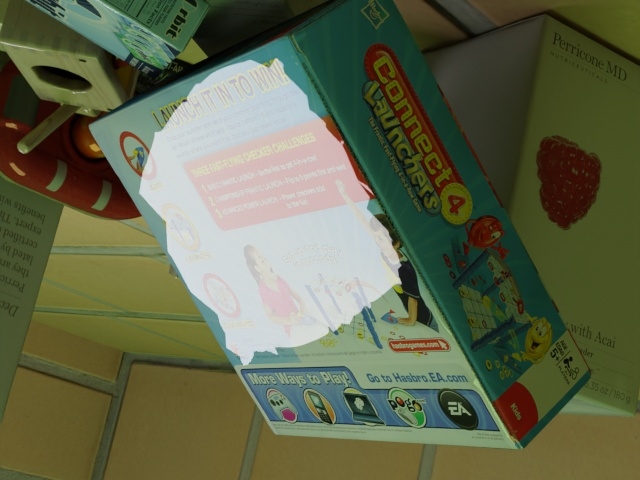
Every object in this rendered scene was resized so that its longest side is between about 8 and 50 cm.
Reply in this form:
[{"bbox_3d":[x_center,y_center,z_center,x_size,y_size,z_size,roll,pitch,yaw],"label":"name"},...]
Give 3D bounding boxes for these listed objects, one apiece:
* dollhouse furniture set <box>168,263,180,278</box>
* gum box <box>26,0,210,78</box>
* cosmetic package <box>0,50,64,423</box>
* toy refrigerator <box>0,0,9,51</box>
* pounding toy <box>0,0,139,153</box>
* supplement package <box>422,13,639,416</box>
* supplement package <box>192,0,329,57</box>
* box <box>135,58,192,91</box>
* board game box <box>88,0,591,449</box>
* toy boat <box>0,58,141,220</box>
[{"bbox_3d":[0.003,-0.038,1.248,0.356,0.173,0.303,11,-177,-21],"label":"dollhouse furniture set"},{"bbox_3d":[-0.173,-0.182,0.842,0.184,0.041,0.157,32,173,-12],"label":"gum box"},{"bbox_3d":[-0.520,-0.035,1.368,0.329,0.393,0.327,3,163,37],"label":"cosmetic package"},{"bbox_3d":[-0.367,-0.241,1.058,0.270,0.094,0.102,13,173,-1],"label":"toy refrigerator"},{"bbox_3d":[-0.193,-0.153,1.055,0.094,0.181,0.206,11,166,5],"label":"pounding toy"},{"bbox_3d":[0.171,-0.013,1.060,0.178,0.292,0.175,20,164,-31],"label":"supplement package"},{"bbox_3d":[-0.035,-0.189,0.937,0.105,0.105,0.179,7,165,19],"label":"supplement package"},{"bbox_3d":[-0.169,-0.172,1.297,0.067,0.018,0.083,18,165,-22],"label":"box"},{"bbox_3d":[0.000,0.000,0.894,0.308,0.086,0.302,-9,113,56],"label":"board game box"},{"bbox_3d":[-0.232,-0.114,1.320,0.151,0.151,0.231,-7,157,44],"label":"toy boat"}]
